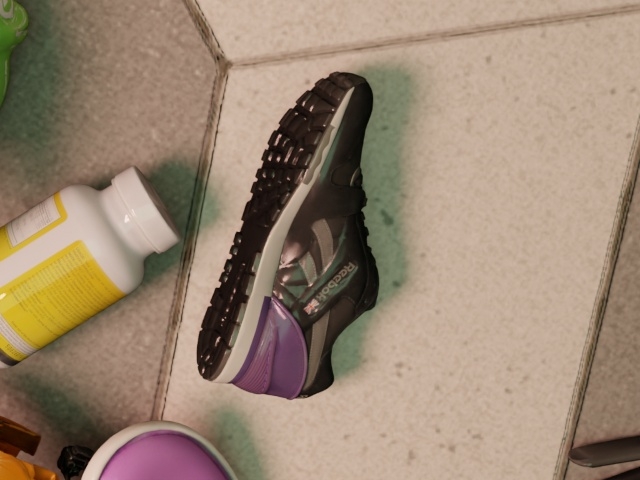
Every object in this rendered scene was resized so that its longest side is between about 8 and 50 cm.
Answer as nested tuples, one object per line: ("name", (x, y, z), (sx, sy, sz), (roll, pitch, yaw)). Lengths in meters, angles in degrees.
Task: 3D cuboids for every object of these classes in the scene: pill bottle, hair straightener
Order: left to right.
("pill bottle", (-0.211, 0.018, 0.936), (0.184, 0.103, 0.103), (-32, 100, 0))
("hair straightener", (0.336, 0.173, 1.041), (0.231, 0.047, 0.089), (-14, 100, -4))

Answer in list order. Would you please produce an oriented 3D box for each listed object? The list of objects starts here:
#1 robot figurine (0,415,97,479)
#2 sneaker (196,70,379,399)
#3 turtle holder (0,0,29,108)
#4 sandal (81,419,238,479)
("robot figurine", (-0.257, 0.241, 0.923), (0.291, 0.085, 0.211), (38, 79, -38))
("sneaker", (0.000, 0.000, 0.970), (0.124, 0.107, 0.283), (19, 100, -23))
("turtle holder", (-0.357, -0.104, 0.813), (0.320, 0.243, 0.227), (-7, 119, -21))
("sandal", (-0.084, 0.338, 0.963), (0.169, 0.102, 0.416), (-31, 117, -41))
